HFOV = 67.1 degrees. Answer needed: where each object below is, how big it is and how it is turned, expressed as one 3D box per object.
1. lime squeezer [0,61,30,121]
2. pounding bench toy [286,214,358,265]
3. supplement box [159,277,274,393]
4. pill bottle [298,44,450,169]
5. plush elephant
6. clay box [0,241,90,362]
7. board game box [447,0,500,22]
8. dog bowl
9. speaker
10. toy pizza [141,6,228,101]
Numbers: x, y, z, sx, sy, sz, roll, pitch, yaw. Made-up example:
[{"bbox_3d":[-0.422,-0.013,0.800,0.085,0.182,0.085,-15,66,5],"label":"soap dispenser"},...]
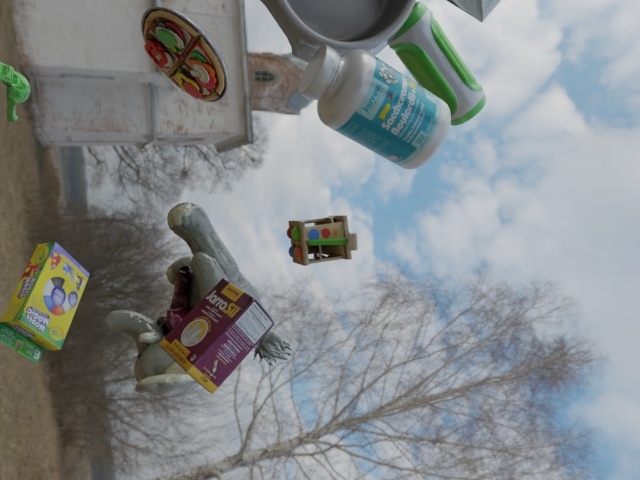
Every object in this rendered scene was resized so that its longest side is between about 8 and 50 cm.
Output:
[{"bbox_3d":[-0.555,-0.274,0.790,0.310,0.109,0.059,82,23,-80],"label":"lime squeezer"},{"bbox_3d":[0.000,0.000,0.557,0.083,0.065,0.052,-172,-105,-71],"label":"pounding bench toy"},{"bbox_3d":[-0.092,0.084,0.435,0.055,0.083,0.043,22,-28,43],"label":"supplement box"},{"bbox_3d":[0.095,-0.245,0.876,0.146,0.263,0.146,-46,-148,40],"label":"pill bottle"},{"bbox_3d":[-0.247,0.157,0.861,0.330,0.255,0.272,50,-32,6],"label":"plush elephant"},{"bbox_3d":[-0.575,0.130,1.012,0.127,0.053,0.222,69,17,-50],"label":"clay box"},{"bbox_3d":[0.068,-0.337,0.340,0.303,0.097,0.224,44,-83,22],"label":"board game box"},{"bbox_3d":[0.037,-0.521,0.931,0.102,0.348,0.349,-145,-126,-69],"label":"dog bowl"},{"bbox_3d":[0.287,-0.431,1.197,0.296,0.131,0.131,45,-15,-22],"label":"speaker"},{"bbox_3d":[-0.265,-0.344,0.921,0.201,0.032,0.201,27,-27,15],"label":"toy pizza"}]
